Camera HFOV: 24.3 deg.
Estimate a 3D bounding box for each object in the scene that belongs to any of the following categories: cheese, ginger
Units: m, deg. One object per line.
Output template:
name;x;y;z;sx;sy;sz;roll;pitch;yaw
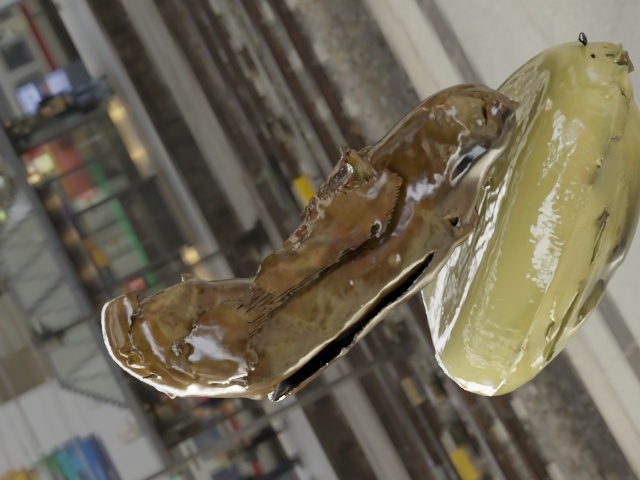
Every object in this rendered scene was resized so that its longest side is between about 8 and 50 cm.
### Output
cheese;0.183;-0.035;1.293;0.316;0.128;0.259;-60;27;35
ginger;0.003;0.012;1.005;0.133;0.309;0.107;60;173;-32
